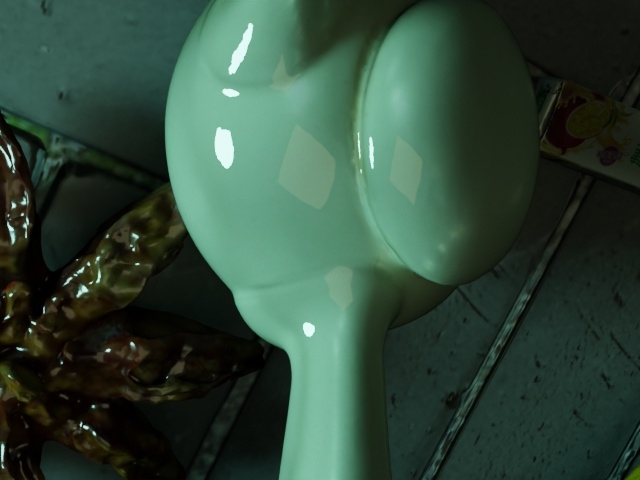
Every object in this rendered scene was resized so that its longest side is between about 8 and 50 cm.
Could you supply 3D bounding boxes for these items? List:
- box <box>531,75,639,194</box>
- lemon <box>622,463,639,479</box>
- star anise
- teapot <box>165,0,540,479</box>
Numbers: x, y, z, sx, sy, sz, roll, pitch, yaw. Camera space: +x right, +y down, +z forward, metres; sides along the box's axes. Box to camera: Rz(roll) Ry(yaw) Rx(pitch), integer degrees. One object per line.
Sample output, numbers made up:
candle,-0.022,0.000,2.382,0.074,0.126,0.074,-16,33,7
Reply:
box,0.224,-0.057,0.608,0.207,0.041,0.050,16,97,-25
lemon,0.321,0.304,0.633,0.285,0.285,0.316,-32,86,-9
star anise,-0.165,0.054,0.472,0.288,0.088,0.288,-5,106,-18
teapot,0.025,0.005,0.445,0.220,0.149,0.318,-5,94,-48
